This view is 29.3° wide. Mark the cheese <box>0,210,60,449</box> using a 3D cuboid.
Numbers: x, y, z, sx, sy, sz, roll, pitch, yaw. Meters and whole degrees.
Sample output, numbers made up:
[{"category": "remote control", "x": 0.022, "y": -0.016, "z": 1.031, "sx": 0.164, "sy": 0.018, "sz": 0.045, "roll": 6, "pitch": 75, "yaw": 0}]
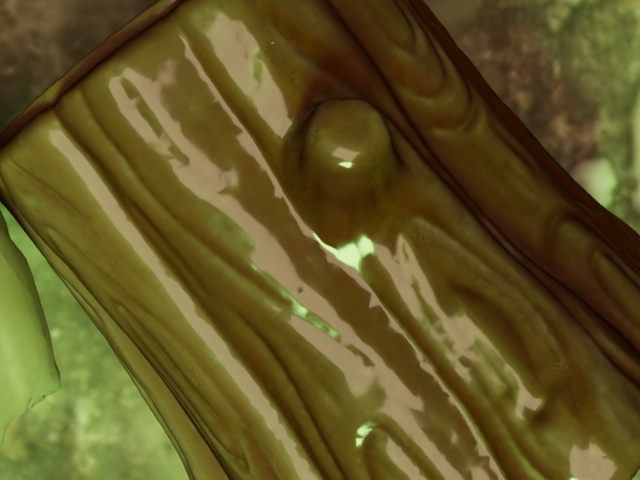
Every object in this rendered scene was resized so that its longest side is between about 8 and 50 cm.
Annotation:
[{"category": "cheese", "x": -0.238, "y": 0.032, "z": 0.450, "sx": 0.266, "sy": 0.127, "sz": 0.233, "roll": -16, "pitch": 107, "yaw": 24}]

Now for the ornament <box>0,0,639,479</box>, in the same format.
[{"category": "ornament", "x": 0.000, "y": 0.000, "z": 0.480, "sx": 0.235, "sy": 0.221, "sz": 0.217, "roll": -40, "pitch": 101, "yaw": -8}]
